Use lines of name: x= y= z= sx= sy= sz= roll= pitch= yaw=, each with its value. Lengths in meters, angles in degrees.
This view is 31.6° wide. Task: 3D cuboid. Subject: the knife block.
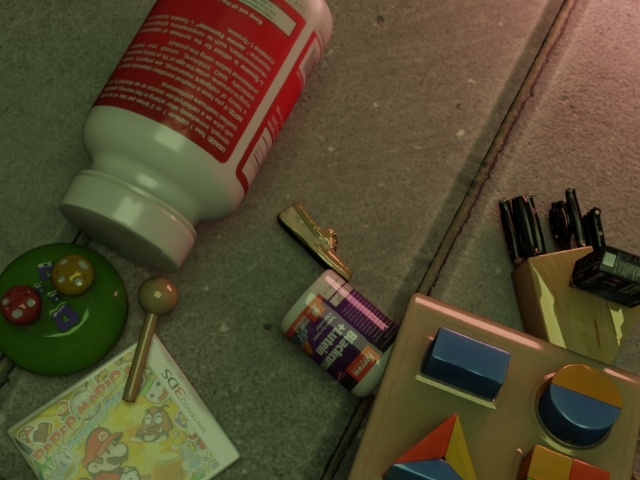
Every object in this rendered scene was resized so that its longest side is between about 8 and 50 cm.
knife block: x=0.310 y=0.069 z=1.555 sx=0.242 sy=0.088 sz=0.275 roll=34 pitch=74 yaw=4

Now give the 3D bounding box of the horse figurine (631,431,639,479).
horse figurine: x=0.360 y=0.324 z=1.458 sx=0.174 sy=0.066 sz=0.263 roll=25 pitch=34 yaw=-1

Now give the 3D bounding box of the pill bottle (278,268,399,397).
pill bottle: x=0.049 y=0.138 z=1.494 sx=0.193 sy=0.108 sz=0.108 roll=40 pitch=74 yaw=5

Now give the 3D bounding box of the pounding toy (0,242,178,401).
pounding toy: x=-0.319 y=0.082 z=1.451 sx=0.237 sy=0.110 sz=0.183 roll=19 pitch=69 yaw=6

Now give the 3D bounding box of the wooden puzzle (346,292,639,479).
wooden puzzle: x=0.223 y=0.226 z=1.347 sx=0.322 sy=0.080 sz=0.348 roll=20 pitch=49 yaw=3

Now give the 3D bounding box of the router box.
router box: x=0.385 y=0.047 z=1.459 sx=0.092 sy=0.122 sz=0.038 roll=19 pitch=77 yaw=-1

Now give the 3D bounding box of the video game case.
video game case: x=-0.253 y=0.264 z=1.467 sx=0.227 sy=0.026 sz=0.206 roll=-35 pitch=81 yaw=-14

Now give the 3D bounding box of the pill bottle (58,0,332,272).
pill bottle: x=-0.167 y=-0.174 z=1.492 sx=0.229 sy=0.229 sz=0.407 roll=27 pitch=73 yaw=1

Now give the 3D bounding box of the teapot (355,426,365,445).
teapot: x=0.171 y=0.359 z=1.397 sx=0.256 sy=0.187 sz=0.252 roll=1 pitch=68 yaw=-3

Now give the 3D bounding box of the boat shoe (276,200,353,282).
boat shoe: x=0.000 y=0.000 z=1.556 sx=0.135 sy=0.050 sz=0.045 roll=45 pitch=80 yaw=6
